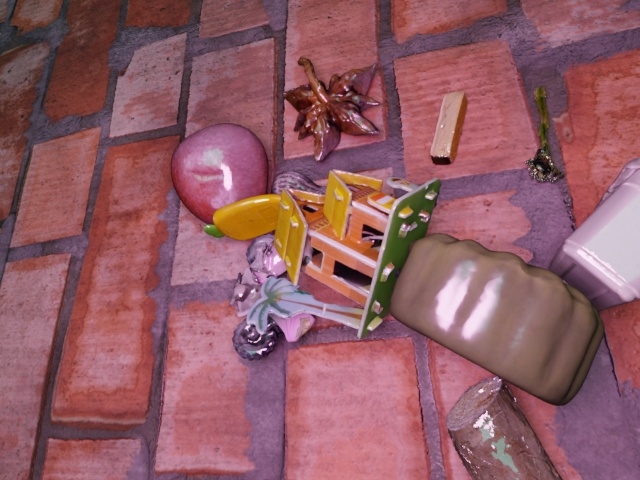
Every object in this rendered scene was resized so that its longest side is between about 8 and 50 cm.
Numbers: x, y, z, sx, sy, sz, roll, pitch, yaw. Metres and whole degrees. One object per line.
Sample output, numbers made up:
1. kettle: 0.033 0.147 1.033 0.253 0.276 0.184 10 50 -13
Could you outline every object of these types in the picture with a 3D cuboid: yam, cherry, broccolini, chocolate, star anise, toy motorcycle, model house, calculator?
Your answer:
1. yam: 0.326 0.385 0.709 0.154 0.154 0.254 -27 68 7
2. cherry: -0.260 -0.165 1.054 0.261 0.221 0.307 -18 86 18
3. broccolini: 0.515 -0.243 0.940 0.058 0.071 0.254 -28 48 53
4. chocolate: -0.019 -0.098 1.010 0.248 0.110 0.110 28 82 27
5. star anise: 0.021 -0.378 1.096 0.293 0.109 0.349 1 71 13
6. toy motorcycle: -0.101 0.117 0.948 0.188 0.143 0.326 -9 53 14
7. model house: 0.000 0.000 0.791 0.324 0.340 0.300 27 125 28
8. calculator: -0.174 -0.051 0.983 0.235 0.146 0.032 -20 60 13

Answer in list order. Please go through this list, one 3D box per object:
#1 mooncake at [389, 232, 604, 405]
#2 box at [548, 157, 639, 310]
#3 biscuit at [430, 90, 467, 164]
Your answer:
1. mooncake: 0.292 0.125 0.702 0.351 0.351 0.187 28 84 24
2. box: 0.522 0.016 0.698 0.182 0.312 0.175 -45 64 7
3. biscuit: 0.317 -0.279 0.998 0.056 0.052 0.187 8 73 37
